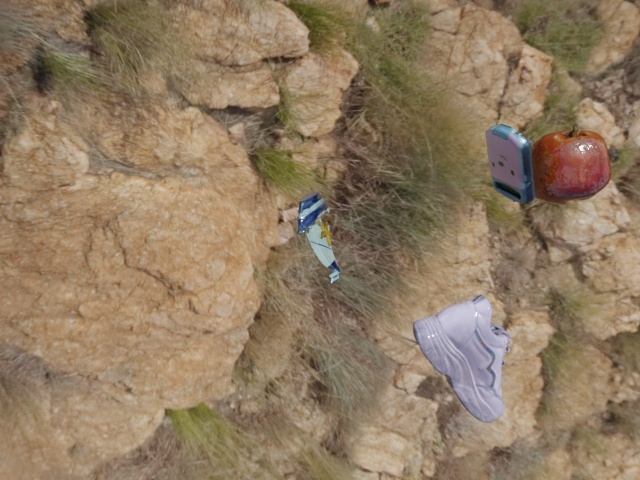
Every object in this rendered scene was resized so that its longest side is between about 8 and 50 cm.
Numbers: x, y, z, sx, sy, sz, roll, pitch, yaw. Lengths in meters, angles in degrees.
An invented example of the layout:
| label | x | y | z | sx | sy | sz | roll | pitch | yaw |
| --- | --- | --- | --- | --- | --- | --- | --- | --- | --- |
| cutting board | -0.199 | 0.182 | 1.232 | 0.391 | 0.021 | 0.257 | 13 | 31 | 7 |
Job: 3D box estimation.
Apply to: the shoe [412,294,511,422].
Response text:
| label | x | y | z | sx | sy | sz | roll | pitch | yaw |
| --- | --- | --- | --- | --- | --- | --- | --- | --- | --- |
| shoe | 0.270 | 0.202 | 0.725 | 0.137 | 0.095 | 0.245 | -34 | 109 | 13 |

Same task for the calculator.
| label | x | y | z | sx | sy | sz | roll | pitch | yaw |
| --- | --- | --- | --- | --- | --- | --- | --- | --- | --- |
| calculator | 0.611 | -0.241 | 1.363 | 0.051 | 0.173 | 0.293 | -32 | 127 | -7 |

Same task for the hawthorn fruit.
| label | x | y | z | sx | sy | sz | roll | pitch | yaw |
| --- | --- | --- | --- | --- | --- | --- | --- | --- | --- |
| hawthorn fruit | 0.865 | -0.264 | 1.484 | 0.275 | 0.275 | 0.300 | -15 | 121 | -13 |

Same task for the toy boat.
| label | x | y | z | sx | sy | sz | roll | pitch | yaw |
| --- | --- | --- | --- | --- | --- | --- | --- | --- | --- |
| toy boat | 0.000 | 0.000 | 1.340 | 0.066 | 0.220 | 0.291 | -9 | 107 | 25 |
